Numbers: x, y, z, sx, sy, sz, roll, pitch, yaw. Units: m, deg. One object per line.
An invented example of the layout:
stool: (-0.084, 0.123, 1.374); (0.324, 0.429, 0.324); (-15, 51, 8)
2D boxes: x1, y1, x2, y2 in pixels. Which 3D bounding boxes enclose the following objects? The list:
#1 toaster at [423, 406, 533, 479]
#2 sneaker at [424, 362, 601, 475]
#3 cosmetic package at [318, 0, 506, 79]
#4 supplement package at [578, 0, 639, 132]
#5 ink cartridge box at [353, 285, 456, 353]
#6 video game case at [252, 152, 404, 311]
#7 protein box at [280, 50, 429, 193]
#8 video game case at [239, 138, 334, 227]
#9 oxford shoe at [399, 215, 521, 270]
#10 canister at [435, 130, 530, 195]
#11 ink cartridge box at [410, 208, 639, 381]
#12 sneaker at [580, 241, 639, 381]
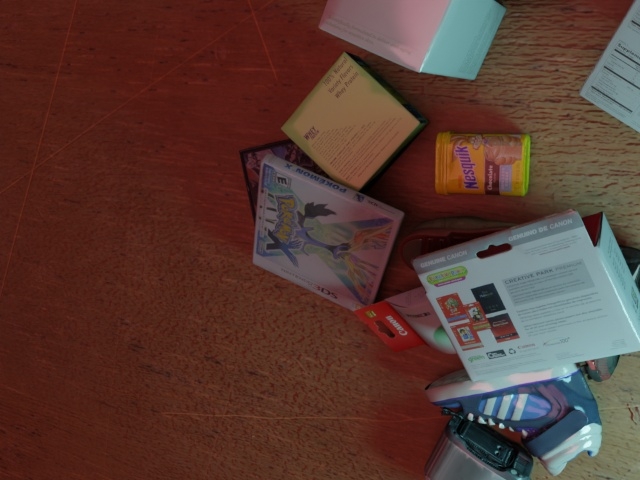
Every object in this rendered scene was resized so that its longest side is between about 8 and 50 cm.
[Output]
toaster: (0.315, 0.466, 1.422); (0.227, 0.129, 0.147); (31, 115, 16)
sneaker: (0.388, 0.367, 1.360); (0.322, 0.130, 0.236); (-17, 89, 23)
cosmetic package: (0.173, -0.386, 1.174); (0.196, 0.365, 0.155); (30, 112, 19)
supplement package: (0.566, -0.310, 1.022); (0.198, 0.199, 0.263); (37, 155, 15)
ink cartridge box: (0.206, 0.177, 1.402); (0.224, 0.056, 0.181); (-24, 129, 27)
video game case: (0.000, 0.000, 1.423); (0.299, 0.036, 0.329); (25, 140, 11)
protein box: (0.072, -0.231, 1.366); (0.201, 0.136, 0.200); (44, 109, 6)
video game case: (-0.048, -0.091, 1.536); (0.248, 0.035, 0.275); (-8, 97, 28)
oxford shoe: (0.333, -0.003, 1.306); (0.348, 0.130, 0.123); (6, 124, 22)
canister: (0.314, -0.148, 1.321); (0.169, 0.073, 0.126); (4, 103, 24)
ink cartridge box: (0.355, 0.077, 1.177); (0.309, 0.130, 0.272); (-19, 108, 34)
sneaker: (0.551, 0.137, 1.248); (0.135, 0.097, 0.276); (10, 104, 27)
